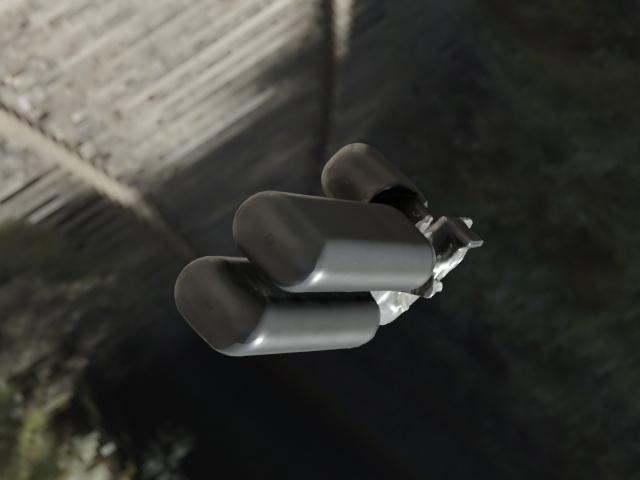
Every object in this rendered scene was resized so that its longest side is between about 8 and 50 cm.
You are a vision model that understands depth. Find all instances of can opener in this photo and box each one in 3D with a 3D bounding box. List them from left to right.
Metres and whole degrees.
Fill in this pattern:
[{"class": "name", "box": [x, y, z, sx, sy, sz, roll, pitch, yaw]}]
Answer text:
[{"class": "can opener", "box": [0.000, 0.000, 0.931, 0.076, 0.095, 0.283, -47, 164, 13]}]
